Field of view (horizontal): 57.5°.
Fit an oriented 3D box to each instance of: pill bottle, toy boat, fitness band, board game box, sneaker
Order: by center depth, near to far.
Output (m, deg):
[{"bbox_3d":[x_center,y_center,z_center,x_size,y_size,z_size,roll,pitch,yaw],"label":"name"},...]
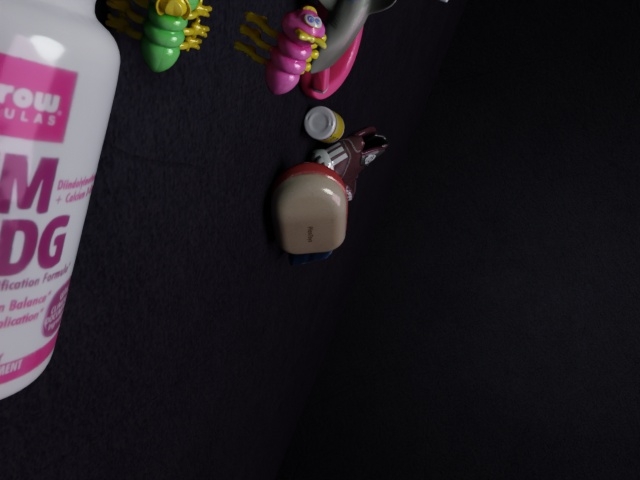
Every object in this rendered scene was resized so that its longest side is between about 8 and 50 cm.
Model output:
[{"bbox_3d":[-0.206,-0.064,0.324,0.160,0.160,0.283,-26,136,-71],"label":"pill bottle"},{"bbox_3d":[0.029,-0.381,1.020,0.291,0.054,0.209,96,20,-53],"label":"fitness band"},{"bbox_3d":[0.012,-0.230,1.171,0.116,0.065,0.065,-16,127,-74],"label":"pill bottle"},{"bbox_3d":[-0.025,-0.082,1.171,0.231,0.150,0.151,90,-6,-60],"label":"toy boat"},{"bbox_3d":[0.000,0.000,1.315,0.033,0.168,0.133,39,55,-33],"label":"board game box"},{"bbox_3d":[0.089,-0.177,1.331,0.162,0.106,0.281,-30,172,10],"label":"sneaker"}]

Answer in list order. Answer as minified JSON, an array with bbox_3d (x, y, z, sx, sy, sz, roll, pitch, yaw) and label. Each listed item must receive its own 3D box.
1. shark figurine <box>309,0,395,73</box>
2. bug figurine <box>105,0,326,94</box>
[{"bbox_3d":[0.059,-0.385,0.831,0.166,0.116,0.278,-34,141,-34],"label":"shark figurine"},{"bbox_3d":[-0.058,-0.226,0.493,0.216,0.278,0.072,-61,-145,40],"label":"bug figurine"}]
